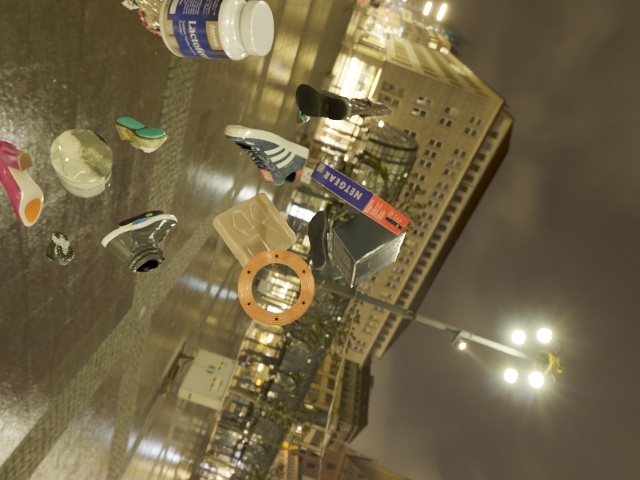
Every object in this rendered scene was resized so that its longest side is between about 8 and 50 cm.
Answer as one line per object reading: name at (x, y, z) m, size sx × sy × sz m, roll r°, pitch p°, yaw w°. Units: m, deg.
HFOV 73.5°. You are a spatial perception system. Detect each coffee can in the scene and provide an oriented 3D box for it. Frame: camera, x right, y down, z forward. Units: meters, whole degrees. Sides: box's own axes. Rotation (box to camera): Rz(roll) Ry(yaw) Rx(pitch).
coffee can at (-0.919, -0.290, 1.663) m, size 0.275 × 0.201 × 0.202 m, roll -13°, pitch -125°, yaw 62°

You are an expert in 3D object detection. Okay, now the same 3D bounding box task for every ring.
ring at (-0.195, 0.207, 1.890) m, size 0.032 × 0.336 × 0.337 m, roll -174°, pitch -76°, yaw -81°

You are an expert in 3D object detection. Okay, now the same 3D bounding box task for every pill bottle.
pill bottle at (-0.264, -0.551, 1.107) m, size 0.153 × 0.264 × 0.153 m, roll 10°, pitch 90°, yaw -72°

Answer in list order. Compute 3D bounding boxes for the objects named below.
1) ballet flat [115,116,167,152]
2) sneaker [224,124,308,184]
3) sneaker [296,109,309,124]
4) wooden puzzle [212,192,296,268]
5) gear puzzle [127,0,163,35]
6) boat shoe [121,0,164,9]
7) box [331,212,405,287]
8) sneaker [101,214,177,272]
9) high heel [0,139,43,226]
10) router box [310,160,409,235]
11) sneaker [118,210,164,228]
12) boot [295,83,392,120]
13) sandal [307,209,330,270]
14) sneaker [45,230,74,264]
ballet flat at (-0.771, -0.446, 1.865) m, size 0.123 × 0.348 × 0.123 m, roll -33°, pitch 136°, yaw -39°
sneaker at (-0.165, -0.253, 1.332) m, size 0.350 × 0.131 × 0.148 m, roll 7°, pitch 102°, yaw -55°
sneaker at (-0.075, -0.565, 1.895) m, size 0.076 × 0.065 × 0.166 m, roll -50°, pitch -177°, yaw -34°
wooden puzzle at (-0.329, -0.039, 2.146) m, size 0.347 × 0.322 × 0.080 m, roll -37°, pitch -178°, yaw -40°
gear puzzle at (-0.460, -0.666, 1.342) m, size 0.044 × 0.176 × 0.339 m, roll -32°, pitch 172°, yaw 21°
boat shoe at (-0.518, -0.785, 1.385) m, size 0.096 × 0.276 × 0.098 m, roll 55°, pitch 40°, yaw -50°
box at (0.232, 0.031, 2.197) m, size 0.293 × 0.212 × 0.395 m, roll -30°, pitch 160°, yaw -12°
sneaker at (-0.527, 0.014, 1.347) m, size 0.104 × 0.147 × 0.295 m, roll -37°, pitch -179°, yaw 24°
high heel at (-0.847, -0.154, 1.177) m, size 0.082 × 0.117 × 0.244 m, roll -59°, pitch 169°, yaw -50°
router box at (0.162, -0.171, 1.755) m, size 0.301 × 0.335 × 0.082 m, roll 26°, pitch 101°, yaw -50°
sneaker at (-0.820, -0.074, 1.982) m, size 0.069 × 0.209 × 0.082 m, roll 33°, pitch -40°, yaw 48°
boot at (0.073, -0.442, 1.399) m, size 0.228 × 0.262 × 0.091 m, roll -20°, pitch 132°, yaw -45°
sandal at (-0.001, 0.001, 1.734) m, size 0.097 × 0.054 × 0.255 m, roll -16°, pitch -116°, yaw 36°
sneaker at (-1.130, 0.057, 1.851) m, size 0.106 × 0.078 × 0.234 m, roll -55°, pitch -134°, yaw 8°
